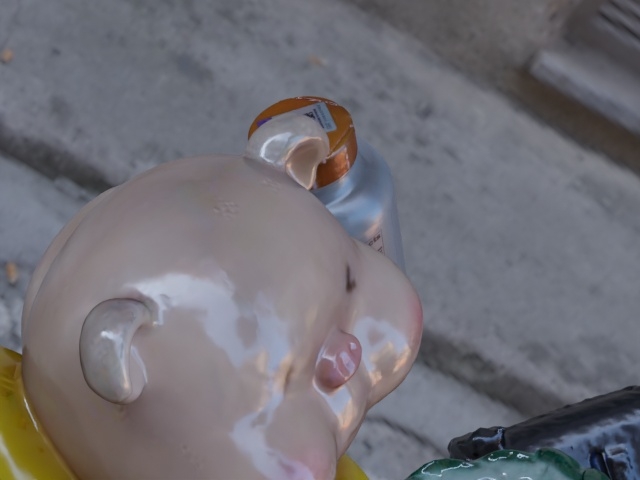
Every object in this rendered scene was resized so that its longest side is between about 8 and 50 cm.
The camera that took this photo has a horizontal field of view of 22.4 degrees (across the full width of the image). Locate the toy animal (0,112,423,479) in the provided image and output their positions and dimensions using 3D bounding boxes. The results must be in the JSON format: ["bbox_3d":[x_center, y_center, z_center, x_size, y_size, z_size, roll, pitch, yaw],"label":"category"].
[{"bbox_3d":[-0.041,0.063,0.906,0.277,0.247,0.345,34,27,0],"label":"toy animal"}]

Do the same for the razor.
[{"bbox_3d":[0.311,0.281,1.905,0.326,0.107,0.189,-11,79,-14],"label":"razor"}]

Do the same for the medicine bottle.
[{"bbox_3d":[0.000,0.000,1.553,0.157,0.289,0.157,-5,45,5],"label":"medicine bottle"}]

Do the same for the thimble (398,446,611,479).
[{"bbox_3d":[0.126,0.297,1.357,0.288,0.167,0.254,-14,16,-9],"label":"thimble"}]
